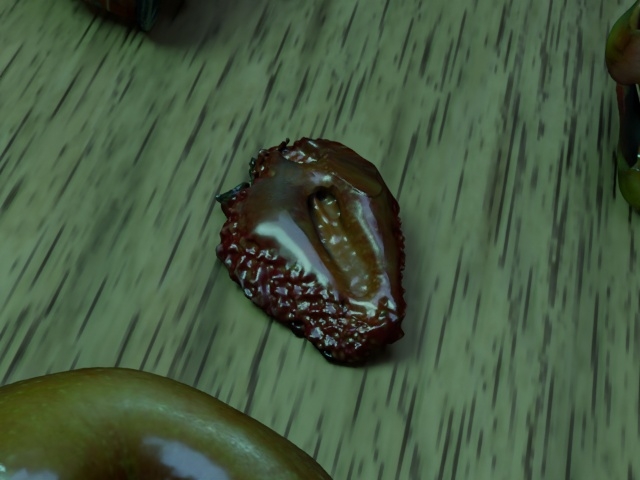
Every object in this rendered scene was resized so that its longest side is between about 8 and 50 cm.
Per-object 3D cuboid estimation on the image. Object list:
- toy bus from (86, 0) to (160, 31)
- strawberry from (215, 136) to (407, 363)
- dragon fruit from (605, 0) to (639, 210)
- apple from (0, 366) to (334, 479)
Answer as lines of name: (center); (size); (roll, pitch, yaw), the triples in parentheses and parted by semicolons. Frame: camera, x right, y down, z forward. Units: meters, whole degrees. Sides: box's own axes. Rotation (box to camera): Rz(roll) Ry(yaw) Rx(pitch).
toy bus: (-0.104, -0.266, 0.914); (0.119, 0.121, 0.265); (21, 65, -4)
strawberry: (0.001, -0.003, 0.748); (0.104, 0.048, 0.152); (-16, 43, -22)
dragon fruit: (0.278, -0.114, 0.810); (0.224, 0.224, 0.227); (17, 47, 9)
apple: (-0.069, 0.137, 0.484); (0.201, 0.162, 0.201); (6, 39, -4)
